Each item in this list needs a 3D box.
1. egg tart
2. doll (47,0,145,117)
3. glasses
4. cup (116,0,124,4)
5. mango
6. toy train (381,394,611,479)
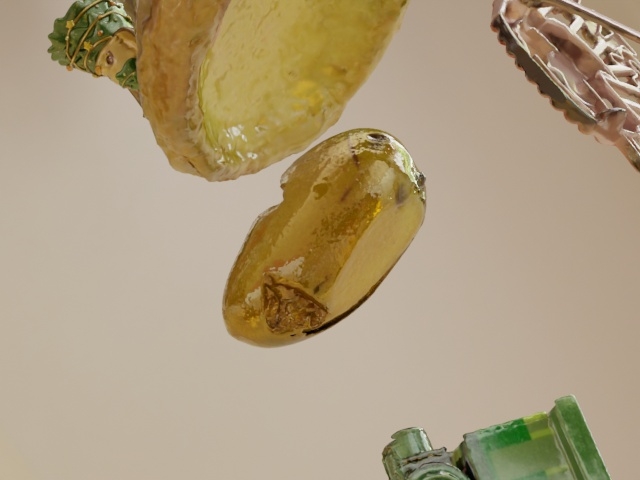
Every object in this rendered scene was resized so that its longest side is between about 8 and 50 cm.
[{"bbox_3d":[-0.048,-0.183,1.252,0.294,0.123,0.294,-39,151,-27],"label":"egg tart"},{"bbox_3d":[-0.163,-0.162,1.453,0.077,0.113,0.078,-53,160,-37],"label":"doll"},{"bbox_3d":[0.170,-0.067,0.771,0.095,0.255,0.162,-42,172,13],"label":"glasses"},{"bbox_3d":[-0.164,-0.249,1.694,0.075,0.054,0.083,-20,-145,-20],"label":"cup"},{"bbox_3d":[0.000,0.000,1.767,0.167,0.130,0.262,23,-107,48],"label":"mango"},{"bbox_3d":[0.157,0.276,1.338,0.202,0.301,0.120,-14,158,-21],"label":"toy train"}]
